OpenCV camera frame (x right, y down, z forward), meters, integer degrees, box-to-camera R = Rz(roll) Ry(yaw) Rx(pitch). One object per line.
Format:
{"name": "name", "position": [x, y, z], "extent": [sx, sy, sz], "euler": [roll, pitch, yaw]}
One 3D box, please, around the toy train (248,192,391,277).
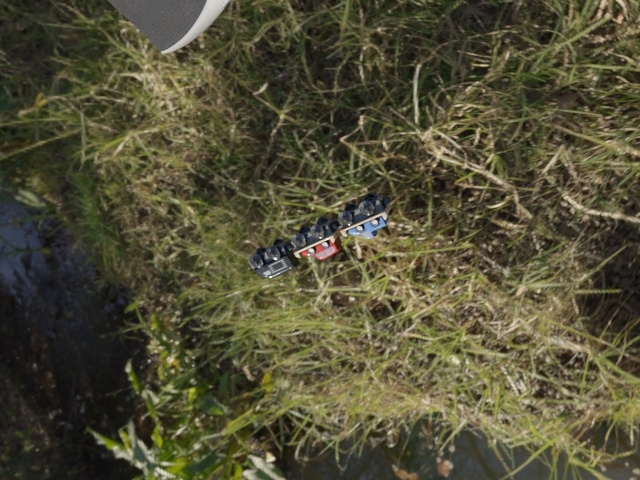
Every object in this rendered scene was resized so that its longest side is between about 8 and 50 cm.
{"name": "toy train", "position": [0.000, 0.000, 0.518], "extent": [0.158, 0.027, 0.036], "euler": [-25, 104, 27]}

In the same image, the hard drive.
{"name": "hard drive", "position": [-0.246, -0.389, 0.861], "extent": [0.172, 0.054, 0.254], "euler": [43, 156, -23]}
